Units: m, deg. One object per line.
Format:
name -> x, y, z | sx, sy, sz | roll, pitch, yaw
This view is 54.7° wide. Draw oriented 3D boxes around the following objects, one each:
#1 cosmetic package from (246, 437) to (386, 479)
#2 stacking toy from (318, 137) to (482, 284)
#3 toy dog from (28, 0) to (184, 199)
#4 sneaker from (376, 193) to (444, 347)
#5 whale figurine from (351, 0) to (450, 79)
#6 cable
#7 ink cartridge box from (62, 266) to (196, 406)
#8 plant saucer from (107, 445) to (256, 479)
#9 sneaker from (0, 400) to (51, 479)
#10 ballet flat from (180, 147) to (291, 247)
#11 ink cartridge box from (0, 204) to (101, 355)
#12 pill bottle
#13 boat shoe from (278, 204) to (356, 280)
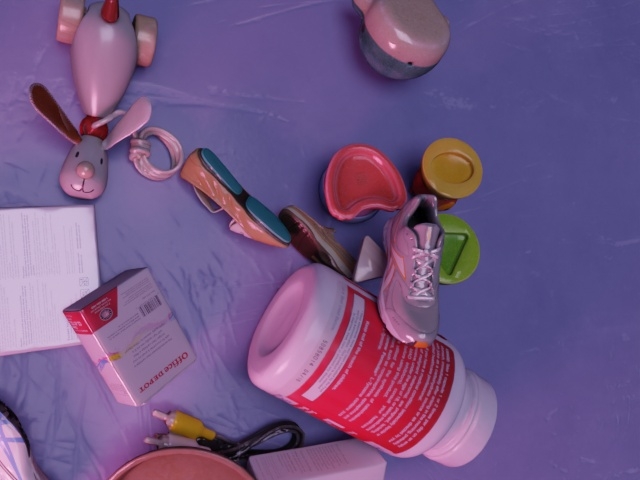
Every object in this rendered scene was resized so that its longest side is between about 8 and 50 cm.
cosmetic package -> -0.009, 0.425, 1.070 | 0.230, 0.085, 0.118 | -1, 111, -25
stacking toy -> 0.149, -0.042, 1.172 | 0.308, 0.130, 0.280 | -1, 76, -13
toy dog -> -0.338, -0.245, 0.966 | 0.220, 0.161, 0.334 | -14, 90, -22
sneaker -> 0.151, 0.037, 0.984 | 0.099, 0.121, 0.263 | 8, 55, -12
whale figurine -> 0.150, -0.435, 1.227 | 0.216, 0.141, 0.272 | 7, 58, -23
cable -> -0.159, 0.362, 1.036 | 0.287, 0.072, 0.140 | 13, 86, -22
ink cartridge box -> -0.294, 0.149, 0.965 | 0.127, 0.072, 0.175 | -38, 111, -41
plant saucer -> -0.212, 0.437, 0.967 | 0.277, 0.041, 0.278 | 0, 106, -2
sneaker -> -0.461, 0.322, 0.904 | 0.086, 0.085, 0.237 | -28, 95, -27
ballet flat -> -0.150, -0.061, 1.085 | 0.073, 0.080, 0.232 | -40, 99, 20
ink cartridge box -> -0.455, 0.060, 0.948 | 0.223, 0.045, 0.224 | -4, 88, -26
pill bottle -> 0.098, 0.229, 1.072 | 0.407, 0.229, 0.229 | 32, 74, -17
boat shoe -> 0.000, 0.000, 1.148 | 0.190, 0.068, 0.072 | 50, 54, -19
